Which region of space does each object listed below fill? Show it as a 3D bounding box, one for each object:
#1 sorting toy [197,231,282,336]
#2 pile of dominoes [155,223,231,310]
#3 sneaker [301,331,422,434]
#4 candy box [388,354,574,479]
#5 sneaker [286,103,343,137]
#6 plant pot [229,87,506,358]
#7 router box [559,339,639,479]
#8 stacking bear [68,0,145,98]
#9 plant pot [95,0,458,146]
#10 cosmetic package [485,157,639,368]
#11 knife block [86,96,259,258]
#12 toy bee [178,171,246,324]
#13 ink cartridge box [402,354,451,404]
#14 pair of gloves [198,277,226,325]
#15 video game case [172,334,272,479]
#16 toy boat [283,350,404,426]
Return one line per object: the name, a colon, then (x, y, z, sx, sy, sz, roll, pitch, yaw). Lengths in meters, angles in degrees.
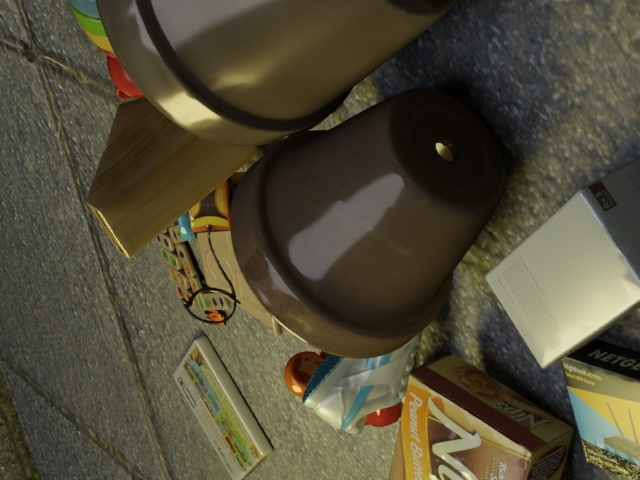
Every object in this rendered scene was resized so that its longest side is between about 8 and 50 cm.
sorting toy: (-0.120, 0.019, 2.227, 0.208, 0.038, 0.193, 35, 143, 44)
pile of dominoes: (-0.239, 0.003, 2.424, 0.196, 0.040, 0.251, -11, 102, 64)
sneaker: (0.079, 0.136, 1.829, 0.092, 0.087, 0.229, 38, 113, -10)
candy box: (0.168, 0.316, 1.780, 0.183, 0.087, 0.316, 31, 123, 35)
sneaker: (-0.086, -0.187, 1.753, 0.235, 0.095, 0.090, 25, 145, 37)
plant pot: (0.067, -0.039, 1.599, 0.263, 0.263, 0.229, 58, 138, 10)
router box: (0.323, 0.180, 1.520, 0.179, 0.046, 0.133, 15, 127, 58)
stacking bear: (-0.251, -0.309, 2.031, 0.164, 0.175, 0.289, 41, 155, 35)
plant pot: (-0.011, -0.271, 1.470, 0.280, 0.323, 0.323, -10, 106, 47)
cosmetic package: (0.257, 0.027, 1.456, 0.117, 0.085, 0.231, 58, 153, 9)
knife block: (-0.136, -0.122, 1.843, 0.242, 0.276, 0.088, -13, 129, 21)
toy bee: (-0.131, -0.064, 1.985, 0.162, 0.195, 0.298, 87, 159, -44)
ink cartridge box: (0.151, 0.210, 1.875, 0.122, 0.052, 0.088, 63, 155, 4)
pair of gloves: (-0.177, 0.099, 2.450, 0.074, 0.010, 0.083, 7, 118, 61)
video game case: (-0.170, 0.292, 2.610, 0.227, 0.026, 0.206, 59, 155, 11)
toy boat: (0.020, 0.149, 1.950, 0.151, 0.151, 0.231, 36, 144, 43)
